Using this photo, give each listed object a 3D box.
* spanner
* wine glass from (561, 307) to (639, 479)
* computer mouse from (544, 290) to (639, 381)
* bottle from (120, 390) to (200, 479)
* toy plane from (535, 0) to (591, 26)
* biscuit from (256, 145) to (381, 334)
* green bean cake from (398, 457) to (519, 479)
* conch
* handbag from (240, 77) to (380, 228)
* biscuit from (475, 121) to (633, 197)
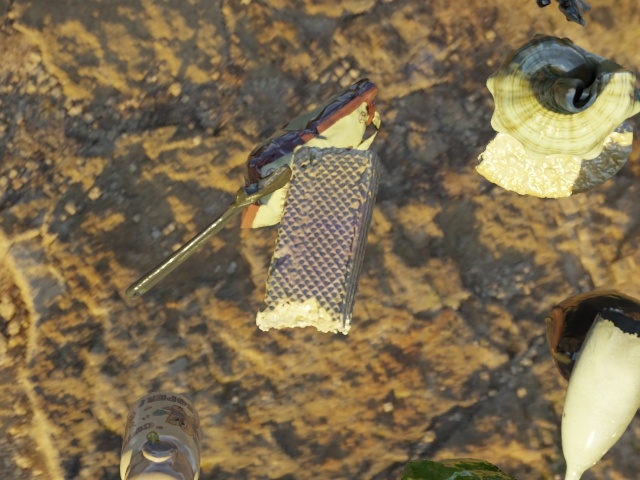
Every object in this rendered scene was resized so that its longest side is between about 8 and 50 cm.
[{"bbox_3d":[-0.102,-0.006,1.002,0.012,0.208,0.046,58,24,13],"label":"spanner"},{"bbox_3d":[0.211,0.154,0.872,0.066,0.066,0.198,11,104,-24],"label":"wine glass"},{"bbox_3d":[0.428,0.142,1.655,0.182,0.323,0.116,6,101,5],"label":"computer mouse"},{"bbox_3d":[-0.193,0.258,1.352,0.097,0.209,0.110,0,104,-7],"label":"bottle"},{"bbox_3d":[0.313,-0.403,1.638,0.088,0.262,0.192,-40,118,-2],"label":"toy plane"},{"bbox_3d":[0.000,0.000,1.341,0.108,0.062,0.239,5,68,18],"label":"biscuit"},{"bbox_3d":[0.149,0.333,1.055,0.124,0.248,0.222,16,97,-35],"label":"green bean cake"},{"bbox_3d":[0.337,-0.182,1.515,0.203,0.386,0.170,-14,115,4],"label":"conch"},{"bbox_3d":[-0.022,-0.121,1.653,0.235,0.213,0.127,-36,69,-22],"label":"handbag"},{"bbox_3d":[0.360,-0.148,1.744,0.188,0.265,0.040,63,37,-29],"label":"biscuit"}]
